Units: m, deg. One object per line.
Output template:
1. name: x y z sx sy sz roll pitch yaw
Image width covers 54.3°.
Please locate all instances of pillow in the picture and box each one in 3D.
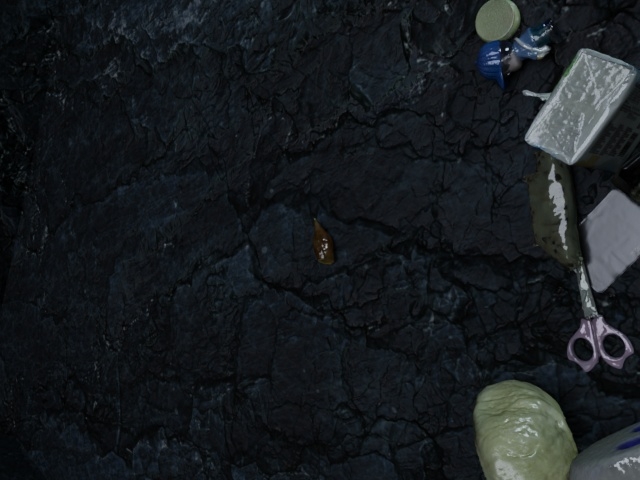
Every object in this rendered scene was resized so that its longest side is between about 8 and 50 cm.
1. pillow: 0.410 -0.063 1.116 0.093 0.051 0.241 -11 84 50

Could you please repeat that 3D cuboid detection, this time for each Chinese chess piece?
1. Chinese chess piece: 0.335 -0.413 1.177 0.084 0.034 0.084 4 96 38

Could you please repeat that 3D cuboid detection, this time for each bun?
1. bun: 0.358 0.355 1.062 0.153 0.244 0.243 -28 74 26

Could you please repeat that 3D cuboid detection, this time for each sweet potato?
1. sweet potato: 0.000 0.000 1.452 0.049 0.049 0.117 -27 72 36

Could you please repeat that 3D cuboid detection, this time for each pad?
1. pad: 0.496 0.001 1.078 0.112 0.003 0.157 49 119 26

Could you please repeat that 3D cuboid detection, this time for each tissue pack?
1. tissue pack: 0.422 -0.209 0.985 0.145 0.229 0.159 41 118 30

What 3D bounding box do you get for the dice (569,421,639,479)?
1. dice: 0.530 0.402 0.908 0.243 0.251 0.259 -34 71 33

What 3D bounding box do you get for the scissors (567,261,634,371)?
1. scissors: 0.471 0.122 1.090 0.110 0.021 0.212 -14 85 37

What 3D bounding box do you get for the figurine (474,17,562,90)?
1. figurine: 0.358 -0.342 1.135 0.149 0.087 0.086 -30 35 35

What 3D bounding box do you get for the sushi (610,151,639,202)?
1. sushi: 0.587 -0.150 0.942 0.273 0.134 0.109 -43 78 15
